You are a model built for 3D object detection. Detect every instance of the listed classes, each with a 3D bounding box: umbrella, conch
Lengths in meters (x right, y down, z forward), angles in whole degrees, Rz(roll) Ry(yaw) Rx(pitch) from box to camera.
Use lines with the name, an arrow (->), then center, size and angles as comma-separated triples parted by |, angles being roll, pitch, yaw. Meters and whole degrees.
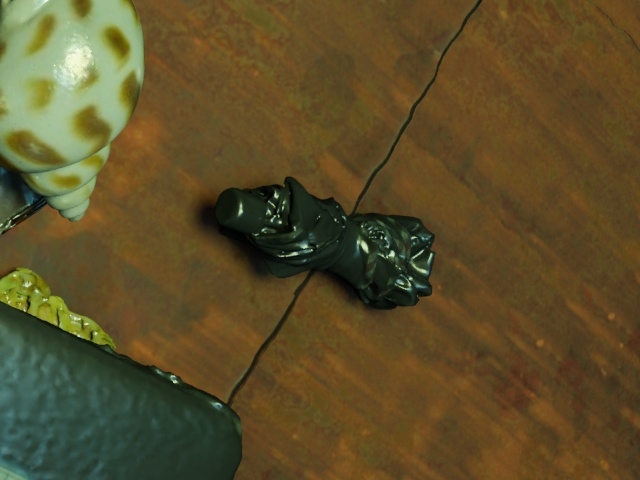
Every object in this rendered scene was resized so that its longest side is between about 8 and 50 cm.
umbrella -> 0.000, 0.000, 1.585 | 0.272, 0.122, 0.110 | 17, 110, -42
conch -> -0.227, -0.144, 1.243 | 0.148, 0.182, 0.275 | -20, 112, -64

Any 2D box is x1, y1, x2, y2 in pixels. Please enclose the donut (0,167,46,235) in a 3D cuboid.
donut -> -0.316, -0.145, 1.352 | 0.259, 0.136, 0.345 | 31, 81, -34

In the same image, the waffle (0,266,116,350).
waffle -> -0.297, 0.162, 1.457 | 0.245, 0.052, 0.254 | -41, 116, -17

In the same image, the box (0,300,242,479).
box -> -0.272, 0.255, 1.411 | 0.350, 0.091, 0.359 | 30, 86, -32
